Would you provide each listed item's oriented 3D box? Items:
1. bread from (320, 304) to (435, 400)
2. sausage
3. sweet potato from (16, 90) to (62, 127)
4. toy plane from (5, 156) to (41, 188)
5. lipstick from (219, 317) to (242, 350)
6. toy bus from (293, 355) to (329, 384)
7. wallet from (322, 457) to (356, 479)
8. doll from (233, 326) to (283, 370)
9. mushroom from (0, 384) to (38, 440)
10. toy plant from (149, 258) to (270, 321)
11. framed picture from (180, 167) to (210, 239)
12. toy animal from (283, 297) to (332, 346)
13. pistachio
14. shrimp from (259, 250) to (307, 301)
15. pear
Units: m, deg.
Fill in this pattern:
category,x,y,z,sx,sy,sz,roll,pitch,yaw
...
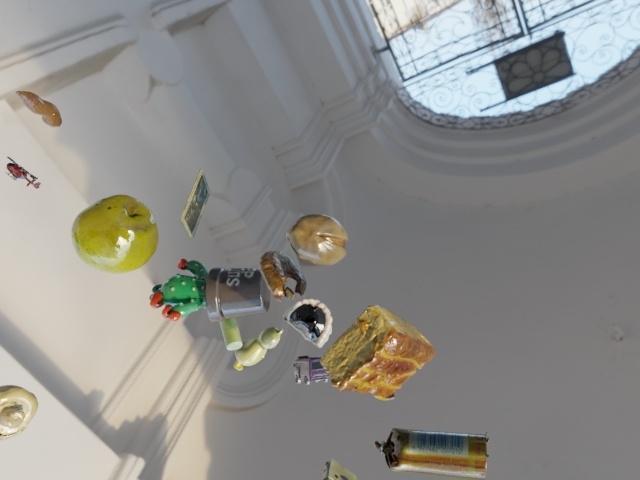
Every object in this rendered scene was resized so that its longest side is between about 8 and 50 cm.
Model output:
category,x,y,z,sx,sy,sz,roll,pitch,yaw
bread,0.137,0.259,1.098,0.184,0.275,0.114,-47,-126,5
sausage,0.306,0.596,1.370,0.318,0.125,0.117,-3,178,19
sweet potato,-0.853,-0.406,1.507,0.065,0.051,0.218,-32,167,-6
toy plane,-1.097,-0.243,1.804,0.060,0.145,0.037,-35,-158,24
lipstick,-0.412,0.334,2.156,0.076,0.076,0.304,-27,-126,7
toy bus,-0.035,0.473,1.798,0.087,0.098,0.178,-2,168,-23
wallet,0.052,0.701,1.395,0.039,0.110,0.155,-51,180,9
doll,-0.269,0.470,2.159,0.297,0.117,0.141,-31,-170,24
mushroom,-0.859,0.473,1.339,0.123,0.154,0.154,11,-135,40
toy plant,-0.380,0.174,1.679,0.401,0.185,0.279,-3,-123,5
framed picture,-0.378,-0.110,1.501,0.011,0.142,0.183,13,-115,4
toy animal,-0.035,0.337,2.073,0.156,0.208,0.204,-48,166,-11
pistachio,0.000,0.000,1.164,0.125,0.185,0.124,-10,-110,28
shrimp,-0.087,0.089,1.231,0.187,0.133,0.051,-105,-146,-50
pear,-0.488,-0.010,1.175,0.198,0.198,0.198,-25,-155,12
